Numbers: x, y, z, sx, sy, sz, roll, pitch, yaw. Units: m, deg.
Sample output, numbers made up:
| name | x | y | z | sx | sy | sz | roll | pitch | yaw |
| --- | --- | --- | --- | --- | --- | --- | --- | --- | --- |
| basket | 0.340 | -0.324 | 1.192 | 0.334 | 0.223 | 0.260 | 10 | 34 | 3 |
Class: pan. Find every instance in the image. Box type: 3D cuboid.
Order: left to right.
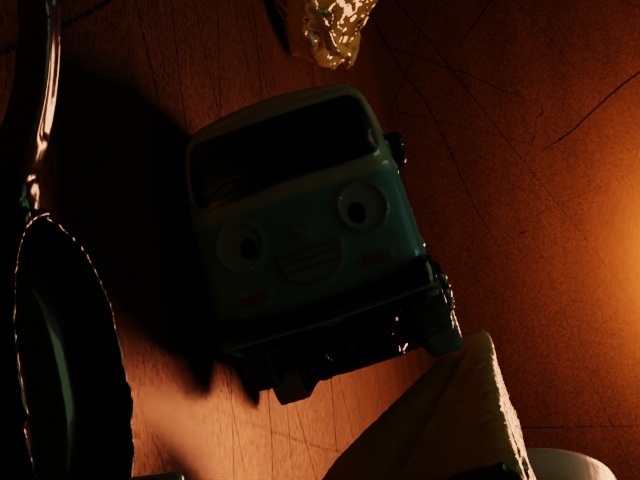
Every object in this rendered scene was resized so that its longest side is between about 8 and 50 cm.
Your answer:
| name | x | y | z | sx | sy | sz | roll | pitch | yaw |
| --- | --- | --- | --- | --- | --- | --- | --- | --- | --- |
| pan | -0.099 | -0.001 | 0.525 | 0.115 | 0.040 | 0.212 | -57 | 143 | -79 |

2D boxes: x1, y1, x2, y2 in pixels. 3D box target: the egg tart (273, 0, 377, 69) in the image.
| name | x | y | z | sx | sy | sz | roll | pitch | yaw |
| --- | --- | --- | --- | --- | --- | --- | --- | --- | --- |
| egg tart | 0.006 | -0.333 | 1.514 | 0.341 | 0.132 | 0.341 | -12 | 90 | -81 |

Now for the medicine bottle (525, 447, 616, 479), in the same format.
| name | x | y | z | sx | sy | sz | roll | pitch | yaw |
| --- | --- | --- | --- | --- | --- | --- | --- | --- | --- |
| medicine bottle | 0.191 | 0.348 | 1.488 | 0.238 | 0.237 | 0.232 | 69 | 12 | -55 |

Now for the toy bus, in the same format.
| name | x | y | z | sx | sy | sz | roll | pitch | yaw |
| --- | --- | --- | --- | --- | --- | --- | --- | --- | --- |
| toy bus | 0.000 | 0.000 | 0.954 | 0.271 | 0.133 | 0.165 | 54 | 18 | -79 |

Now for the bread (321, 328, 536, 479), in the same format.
| name | x | y | z | sx | sy | sz | roll | pitch | yaw |
| --- | --- | --- | --- | --- | --- | --- | --- | --- | --- |
| bread | 0.061 | 0.185 | 0.981 | 0.264 | 0.163 | 0.168 | -81 | 152 | -75 |

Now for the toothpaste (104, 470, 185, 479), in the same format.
| name | x | y | z | sx | sy | sz | roll | pitch | yaw |
| --- | --- | --- | --- | --- | --- | --- | --- | --- | --- |
| toothpaste | -0.056 | 0.146 | 0.635 | 0.164 | 0.046 | 0.034 | 70 | 15 | -52 |
